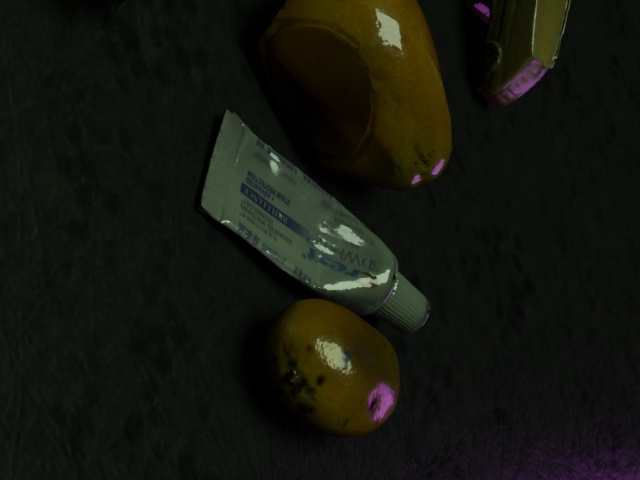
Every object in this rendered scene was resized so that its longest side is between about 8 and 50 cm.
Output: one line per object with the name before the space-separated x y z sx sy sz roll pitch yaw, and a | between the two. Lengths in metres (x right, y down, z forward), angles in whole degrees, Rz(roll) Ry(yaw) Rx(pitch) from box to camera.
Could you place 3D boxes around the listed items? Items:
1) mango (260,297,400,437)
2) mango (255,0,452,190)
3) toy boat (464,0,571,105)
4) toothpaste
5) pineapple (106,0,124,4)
mango | 0.015 0.115 1.323 0.178 0.090 0.115 34 41 -56
mango | 0.052 -0.157 1.457 0.236 0.136 0.166 66 29 -21
toy boat | 0.235 -0.314 1.828 0.089 0.121 0.321 31 65 -48
toothpaste | -0.001 -0.001 1.382 0.282 0.068 0.099 39 17 -33
pineapple | -0.180 -0.284 1.208 0.225 0.076 0.225 28 56 -51
